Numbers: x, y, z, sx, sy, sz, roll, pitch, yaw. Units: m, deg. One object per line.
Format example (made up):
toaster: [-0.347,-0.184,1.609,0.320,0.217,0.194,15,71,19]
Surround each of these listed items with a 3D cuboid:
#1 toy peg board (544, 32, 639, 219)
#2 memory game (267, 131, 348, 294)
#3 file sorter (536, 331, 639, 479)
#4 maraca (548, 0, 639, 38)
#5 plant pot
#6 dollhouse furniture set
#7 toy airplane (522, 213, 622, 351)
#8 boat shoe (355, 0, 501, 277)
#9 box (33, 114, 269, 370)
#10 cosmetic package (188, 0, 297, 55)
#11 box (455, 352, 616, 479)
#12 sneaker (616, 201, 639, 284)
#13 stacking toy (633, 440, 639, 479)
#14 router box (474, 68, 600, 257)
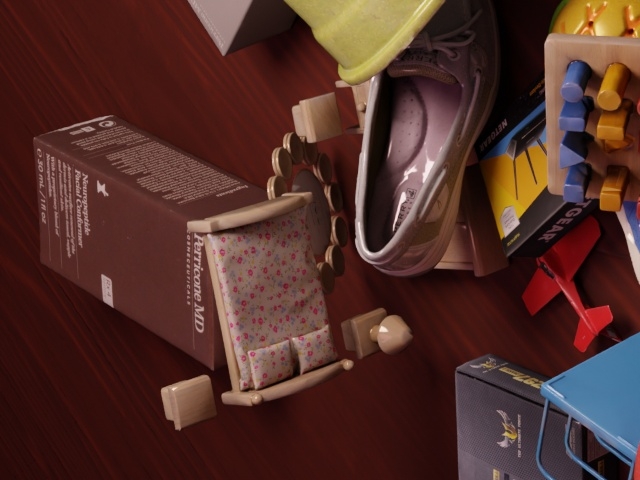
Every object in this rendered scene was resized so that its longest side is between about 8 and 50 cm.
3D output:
toy peg board: [0.269,-0.086,1.545,0.160,0.079,0.161,5,126,16]
memory game: [-0.013,-0.029,1.975,0.012,0.186,0.186,-9,100,24]
file sorter: [0.299,0.172,1.671,0.118,0.170,0.104,37,136,37]
maraca: [0.288,-0.166,1.592,0.185,0.099,0.127,15,119,28]
plant pot: [0.006,-0.327,1.643,0.254,0.276,0.276,35,145,-14]
dollhouse furniture set: [0.000,0.000,1.814,0.174,0.355,0.303,1,106,51]
toy airplane: [0.248,0.048,1.794,0.151,0.028,0.151,24,123,44]
boat shoe: [0.098,-0.125,1.753,0.118,0.103,0.320,13,86,20]
box: [-0.201,-0.004,2.252,0.381,0.143,0.191,25,124,42]
cosmetic package: [-0.070,-0.315,1.933,0.127,0.107,0.238,57,152,12]
box: [0.227,0.255,1.891,0.183,0.059,0.233,21,122,47]
sneaker: [0.326,-0.005,1.646,0.084,0.058,0.152,-40,67,61]
stacking toy: [0.393,0.127,1.478,0.350,0.350,0.480,-4,87,52]
router box: [0.223,-0.082,1.720,0.179,0.046,0.133,-49,48,50]
